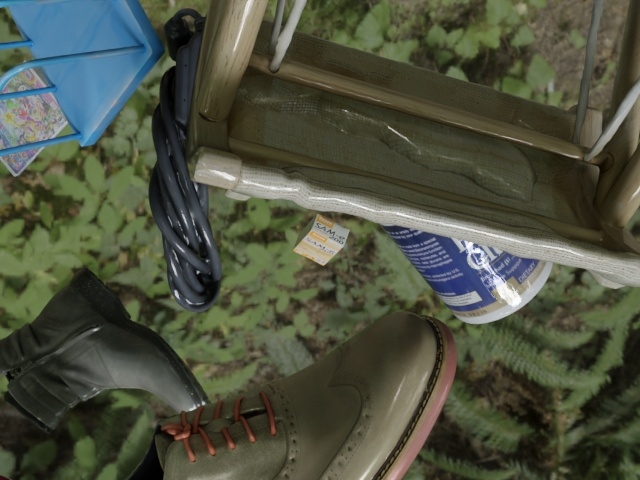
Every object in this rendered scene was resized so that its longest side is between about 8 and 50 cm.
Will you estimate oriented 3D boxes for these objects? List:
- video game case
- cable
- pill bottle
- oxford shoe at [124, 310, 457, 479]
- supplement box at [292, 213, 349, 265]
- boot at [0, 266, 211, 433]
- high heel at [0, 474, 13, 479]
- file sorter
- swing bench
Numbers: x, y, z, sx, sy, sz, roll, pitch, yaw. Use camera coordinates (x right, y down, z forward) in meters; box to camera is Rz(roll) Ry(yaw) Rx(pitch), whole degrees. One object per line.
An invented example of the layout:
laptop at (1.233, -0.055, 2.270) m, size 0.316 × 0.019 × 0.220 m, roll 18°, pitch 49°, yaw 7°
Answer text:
video game case at (-0.364, -0.148, 0.985) m, size 0.122 × 0.087 × 0.011 m, roll -38°, pitch -178°, yaw 25°
cable at (-0.087, -0.044, 0.522) m, size 0.047 × 0.185 × 0.150 m, roll 0°, pitch 166°, yaw -12°
pill bottle at (0.095, -0.025, 0.615) m, size 0.094 × 0.094 × 0.169 m, roll -30°, pitch 113°, yaw 27°
oxford shoe at (-0.051, 0.165, 0.600) m, size 0.348 × 0.123 × 0.130 m, roll -44°, pitch 118°, yaw 5°
supplement box at (0.000, 0.000, 1.350) m, size 0.062 × 0.036 × 0.098 m, roll 26°, pitch 152°, yaw -9°
boot at (-0.246, 0.156, 0.889) m, size 0.161 × 0.246 × 0.083 m, roll -45°, pitch 156°, yaw -17°
high heel at (-0.262, 0.258, 0.786) m, size 0.244 × 0.117 × 0.082 m, roll 33°, pitch 118°, yaw -9°
file sorter at (-0.203, -0.154, 0.516) m, size 0.104 × 0.170 × 0.118 m, roll -22°, pitch 170°, yaw -45°
swing bench at (0.083, -0.128, 0.404) m, size 0.253 × 0.165 × 0.255 m, roll 13°, pitch 104°, yaw -16°
